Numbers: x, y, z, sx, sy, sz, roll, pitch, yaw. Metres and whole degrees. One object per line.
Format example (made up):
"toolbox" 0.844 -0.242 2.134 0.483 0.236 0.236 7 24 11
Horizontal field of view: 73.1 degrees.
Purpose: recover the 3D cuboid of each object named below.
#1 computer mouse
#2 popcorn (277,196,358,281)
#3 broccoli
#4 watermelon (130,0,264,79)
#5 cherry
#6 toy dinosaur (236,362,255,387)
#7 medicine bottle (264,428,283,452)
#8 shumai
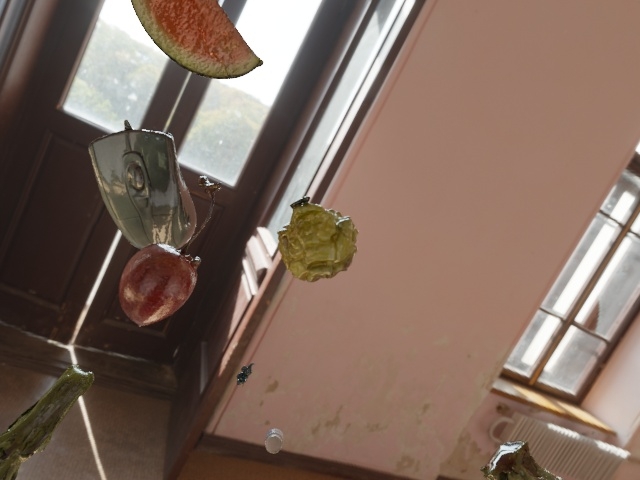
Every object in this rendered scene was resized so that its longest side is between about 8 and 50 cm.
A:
"computer mouse" -0.402 -0.095 1.007 0.189 0.370 0.121 -9 40 -10
"popcorn" 0.003 0.008 1.403 0.236 0.293 0.293 62 17 11
"broccoli" -0.573 0.377 0.838 0.146 0.304 0.164 7 -45 32
"watermelon" -0.204 -0.333 0.667 0.245 0.119 0.063 38 19 -32
"cherry" -0.199 0.016 0.588 0.090 0.225 0.107 29 -1 -23
"toy dinosaur" -0.245 0.436 1.408 0.031 0.083 0.047 28 -9 16
"medicine bottle" -0.129 0.558 1.200 0.052 0.052 0.089 28 -14 3
"shumai" 0.506 0.608 1.036 0.260 0.225 0.221 64 8 -48
